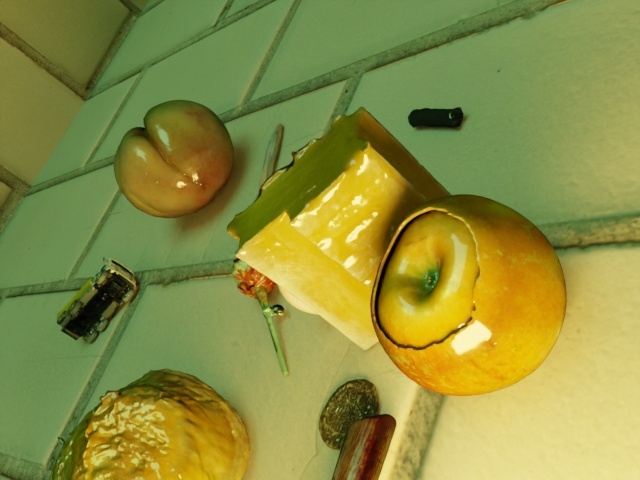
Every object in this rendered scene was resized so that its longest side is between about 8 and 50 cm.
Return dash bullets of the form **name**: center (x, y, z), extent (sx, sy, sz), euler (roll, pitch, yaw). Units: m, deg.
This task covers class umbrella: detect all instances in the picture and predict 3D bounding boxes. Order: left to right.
- **umbrella**: center (0.198, -0.213, 1.388), extent (0.036, 0.031, 0.133), euler (-33, 23, -23)

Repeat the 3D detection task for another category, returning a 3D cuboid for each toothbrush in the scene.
- **toothbrush**: center (-0.119, -0.131, 1.723), extent (0.028, 0.037, 0.375), euler (-27, 37, 34)

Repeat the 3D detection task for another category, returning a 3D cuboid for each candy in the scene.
- **candy**: center (-0.095, 0.122, 1.391), extent (0.078, 0.084, 0.288), euler (-38, 40, 14)

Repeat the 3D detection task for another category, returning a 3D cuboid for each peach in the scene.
- **peach**: center (-0.337, -0.183, 1.876), extent (0.292, 0.247, 0.292), euler (-9, 56, 14)

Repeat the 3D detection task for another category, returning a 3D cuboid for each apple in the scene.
- **apple**: center (0.169, 0.061, 0.958), extent (0.237, 0.207, 0.237), euler (-36, 34, 29)

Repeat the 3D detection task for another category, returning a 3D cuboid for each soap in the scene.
- **soap**: center (0.053, -0.001, 1.107), extent (0.259, 0.281, 0.143), euler (-40, 34, 21)

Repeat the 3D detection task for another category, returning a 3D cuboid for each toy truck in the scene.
- **toy truck**: center (-0.544, 0.144, 1.933), extent (0.227, 0.098, 0.114), euler (-46, 25, 12)

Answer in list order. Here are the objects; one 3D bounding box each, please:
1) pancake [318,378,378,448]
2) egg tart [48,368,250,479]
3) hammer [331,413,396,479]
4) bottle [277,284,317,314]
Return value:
- **pancake**: center (0.038, 0.242, 1.132), extent (0.115, 0.011, 0.115), euler (-34, 35, 28)
- **egg tart**: center (-0.281, 0.340, 1.213), extent (0.339, 0.153, 0.352), euler (12, 54, 28)
- **hammer**: center (0.000, 0.390, 0.954), extent (0.242, 0.095, 0.409), euler (-17, 43, 45)
- **bottle**: center (0.000, 0.000, 1.324), extent (0.147, 0.147, 0.237), euler (-40, 25, 19)
